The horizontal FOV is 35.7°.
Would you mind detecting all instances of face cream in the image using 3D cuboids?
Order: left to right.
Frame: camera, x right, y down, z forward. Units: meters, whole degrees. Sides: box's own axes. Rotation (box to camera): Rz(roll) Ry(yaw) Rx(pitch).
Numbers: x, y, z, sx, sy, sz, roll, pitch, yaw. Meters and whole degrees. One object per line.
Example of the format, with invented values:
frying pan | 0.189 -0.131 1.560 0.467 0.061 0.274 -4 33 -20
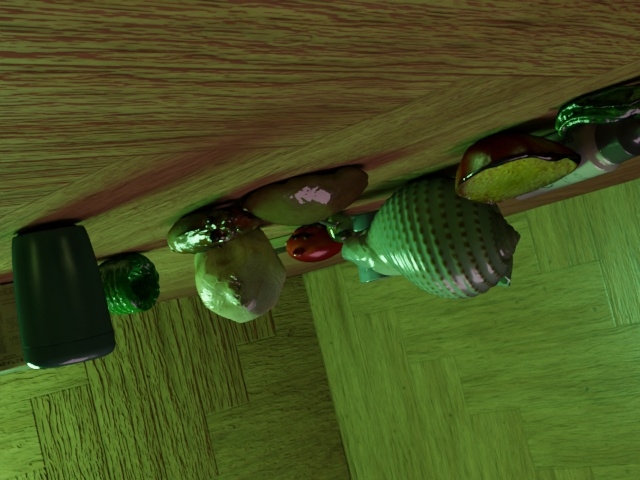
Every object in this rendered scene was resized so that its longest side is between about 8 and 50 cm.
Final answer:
face cream | 0.412 -0.139 1.582 0.092 0.092 0.311 -11 176 -31

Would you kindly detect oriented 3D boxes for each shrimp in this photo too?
shrimp | -0.148 -0.018 1.531 0.152 0.063 0.287 -9 180 -21

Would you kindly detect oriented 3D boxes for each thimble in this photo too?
thimble | -0.372 0.084 1.903 0.090 0.118 0.130 -11 150 20

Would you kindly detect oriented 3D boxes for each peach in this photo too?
peach | 0.296 -0.117 1.541 0.189 0.068 0.279 -3 168 -10

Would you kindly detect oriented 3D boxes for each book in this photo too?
book | -0.077 0.008 2.441 0.161 0.026 0.231 -14 176 8

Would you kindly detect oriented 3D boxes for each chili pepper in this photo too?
chili pepper | 0.384 -0.174 1.305 0.182 0.050 0.073 -14 -177 35

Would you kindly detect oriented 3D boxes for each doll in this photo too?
doll | 0.000 0.000 2.183 0.183 0.085 0.217 -6 -175 43

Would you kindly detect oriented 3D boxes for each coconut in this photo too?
coconut | -0.159 0.068 1.948 0.194 0.194 0.194 -14 176 -1

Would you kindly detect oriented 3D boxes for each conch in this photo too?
conch | 0.218 -0.017 1.842 0.319 0.215 0.303 20 -174 27

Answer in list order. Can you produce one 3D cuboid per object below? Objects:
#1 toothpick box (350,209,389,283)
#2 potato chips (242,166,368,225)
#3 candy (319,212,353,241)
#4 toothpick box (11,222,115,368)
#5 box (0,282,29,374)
toothpick box | 0.124 0.014 2.290 0.101 0.153 0.101 -14 176 -1
potato chips | -0.017 -0.058 1.499 0.208 0.061 0.195 -13 175 29
candy | 0.010 -0.035 2.026 0.061 0.061 0.202 -15 167 24
toothpick box | -0.346 0.071 1.322 0.120 0.184 0.120 -11 180 0
box | -0.619 0.173 1.899 0.212 0.168 0.095 -10 173 -40
